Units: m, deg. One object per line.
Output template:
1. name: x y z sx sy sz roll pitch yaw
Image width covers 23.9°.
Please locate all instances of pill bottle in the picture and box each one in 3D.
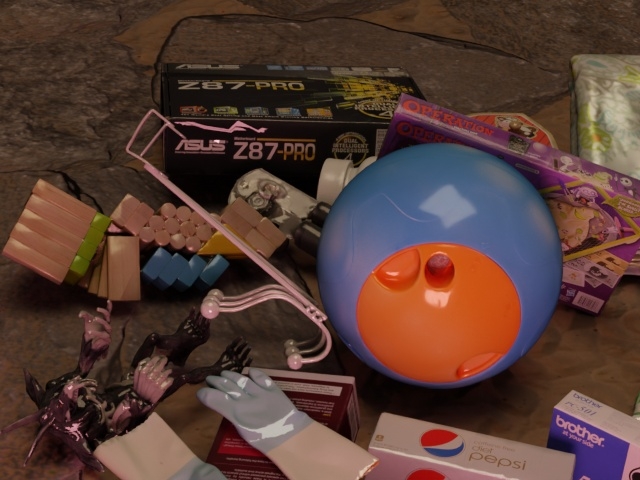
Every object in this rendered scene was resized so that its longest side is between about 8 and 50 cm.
1. pill bottle: 0.112 -0.050 2.059 0.221 0.121 0.121 7 31 10

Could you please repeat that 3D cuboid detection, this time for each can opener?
1. can opener: 0.000 0.000 2.014 0.283 0.095 0.076 31 59 17

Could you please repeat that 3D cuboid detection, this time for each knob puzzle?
1. knob puzzle: 0.283 -0.166 2.365 0.213 0.030 0.213 3 31 -2

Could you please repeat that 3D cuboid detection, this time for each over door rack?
1. over door rack: -0.118 0.011 1.731 0.108 0.324 0.239 -39 3 -2

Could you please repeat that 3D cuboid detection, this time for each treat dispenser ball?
1. treat dispenser ball: 0.139 0.030 1.770 0.288 0.288 0.288 3 31 -2

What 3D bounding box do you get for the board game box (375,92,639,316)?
1. board game box: 0.231 -0.042 1.906 0.347 0.208 0.056 21 49 0

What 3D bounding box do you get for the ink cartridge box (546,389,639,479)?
1. ink cartridge box: 0.343 0.249 1.621 0.207 0.097 0.046 25 37 29

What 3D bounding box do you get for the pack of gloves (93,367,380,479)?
1. pack of gloves: -0.090 0.206 1.515 0.195 0.046 0.232 -34 44 -26

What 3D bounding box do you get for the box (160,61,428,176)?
1. box: -0.040 -0.181 2.246 0.395 0.097 0.318 1 19 -6

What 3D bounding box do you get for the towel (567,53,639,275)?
1. towel: 0.513 -0.108 2.115 0.320 0.090 0.374 5 56 0

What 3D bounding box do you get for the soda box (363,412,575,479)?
1. soda box: 0.158 0.252 1.613 0.216 0.074 0.069 11 32 11

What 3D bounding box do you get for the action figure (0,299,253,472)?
1. action figure: -0.220 0.149 1.674 0.276 0.141 0.164 -22 51 -39

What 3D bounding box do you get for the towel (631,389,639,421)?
1. towel: 0.522 0.176 1.823 0.248 0.038 0.325 16 33 20

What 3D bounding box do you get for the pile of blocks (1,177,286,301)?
1. pile of blocks: -0.232 0.016 1.950 0.362 0.149 0.112 4 -13 -18

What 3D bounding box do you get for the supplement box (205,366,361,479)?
1. supplement box: -0.047 0.241 1.558 0.130 0.073 0.239 4 39 15
